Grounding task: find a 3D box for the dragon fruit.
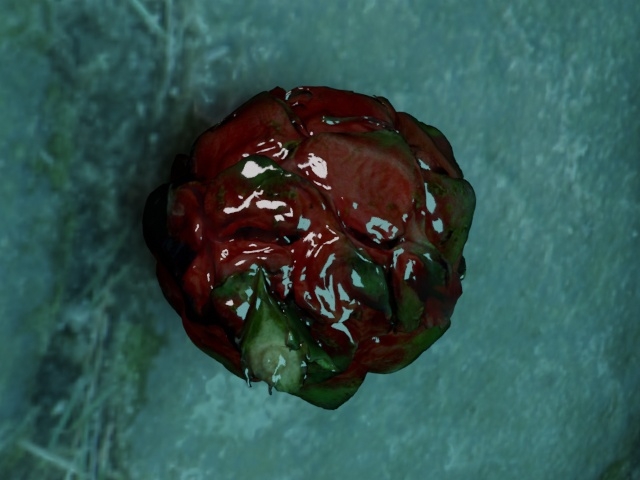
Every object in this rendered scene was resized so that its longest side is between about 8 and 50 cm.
[{"bbox_3d":[-0.003,-0.001,0.853,0.182,0.188,0.182,0,79,2],"label":"dragon fruit"}]
